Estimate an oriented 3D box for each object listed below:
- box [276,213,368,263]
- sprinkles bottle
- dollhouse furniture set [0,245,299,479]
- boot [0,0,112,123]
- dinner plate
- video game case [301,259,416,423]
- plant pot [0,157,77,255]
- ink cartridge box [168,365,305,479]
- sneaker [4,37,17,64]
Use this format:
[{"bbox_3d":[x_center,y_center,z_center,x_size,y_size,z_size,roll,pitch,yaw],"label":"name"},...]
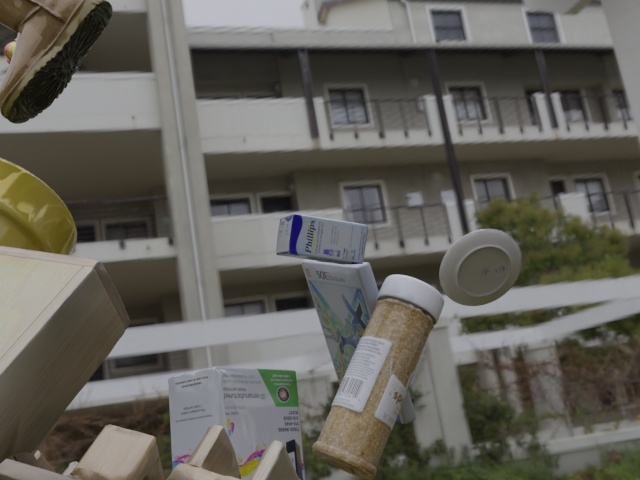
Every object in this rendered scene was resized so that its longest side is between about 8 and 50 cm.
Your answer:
[{"bbox_3d":[0.000,0.000,1.425,0.137,0.072,0.126,9,-5,-13],"label":"box"},{"bbox_3d":[0.107,0.239,1.439,0.121,0.355,0.121,22,-21,9],"label":"sprinkles bottle"},{"bbox_3d":[-0.236,0.237,0.654,0.362,0.256,0.394,7,-48,26],"label":"dollhouse furniture set"},{"bbox_3d":[-0.470,-0.328,1.164,0.269,0.236,0.089,34,-12,8],"label":"boot"},{"bbox_3d":[0.261,0.048,1.286,0.141,0.141,0.017,-7,28,-11],"label":"dinner plate"},{"bbox_3d":[0.072,0.198,1.670,0.036,0.329,0.300,-21,9,-21],"label":"video game case"},{"bbox_3d":[-0.522,0.038,1.167,0.254,0.239,0.254,9,-40,8],"label":"plant pot"},{"bbox_3d":[-0.130,0.353,1.292,0.117,0.278,0.201,-18,-20,35],"label":"ink cartridge box"},{"bbox_3d":[-0.478,-0.303,1.338,0.094,0.081,0.208,14,-2,-31],"label":"sneaker"}]
